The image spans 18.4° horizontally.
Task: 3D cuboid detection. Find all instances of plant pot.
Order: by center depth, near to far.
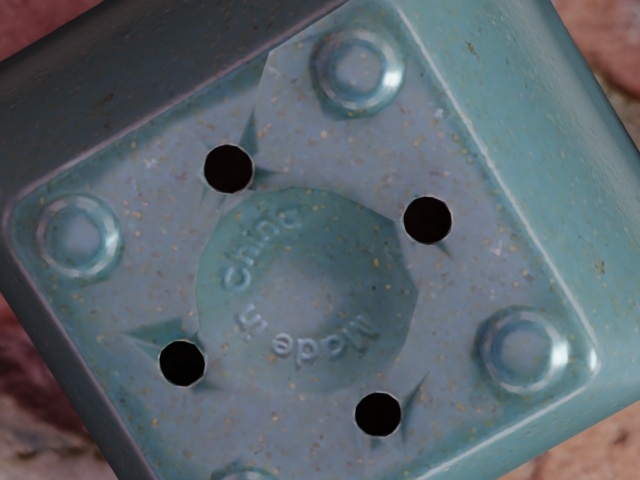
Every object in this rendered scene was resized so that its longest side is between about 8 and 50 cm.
[{"bbox_3d":[0.000,0.000,0.735,0.248,0.252,0.247,-30,97,7],"label":"plant pot"}]
